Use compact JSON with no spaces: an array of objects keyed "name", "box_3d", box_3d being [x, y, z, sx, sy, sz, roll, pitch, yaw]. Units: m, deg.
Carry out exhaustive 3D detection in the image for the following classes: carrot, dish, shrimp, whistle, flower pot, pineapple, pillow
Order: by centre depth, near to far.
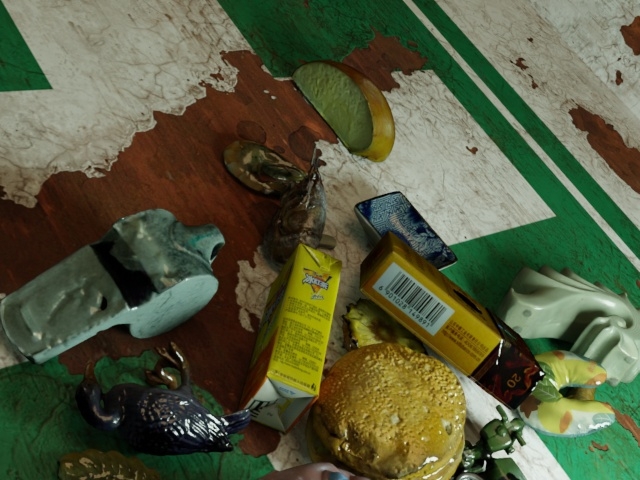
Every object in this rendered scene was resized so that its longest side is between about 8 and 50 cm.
[{"name":"whistle","box_3d":[-0.360,0.077,1.501,0.404,0.188,0.168,-17,62,-43]},{"name":"pineapple","box_3d":[0.127,0.216,1.783,0.225,0.076,0.225,19,39,-16]},{"name":"pillow","box_3d":[0.545,0.343,1.886,0.214,0.086,0.233,-2,38,13]},{"name":"shrimp","box_3d":[-0.049,-0.085,1.907,0.116,0.145,0.343,50,41,-39]},{"name":"shrimp","box_3d":[-0.115,-0.161,2.003,0.254,0.059,0.145,31,43,-4]},{"name":"carrot","box_3d":[0.639,0.354,2.013,0.078,0.078,0.298,42,35,9]},{"name":"dish","box_3d":[0.193,0.003,2.034,0.182,0.080,0.243,-19,62,-44]},{"name":"flower pot","box_3d":[0.627,0.191,2.059,0.367,0.164,0.254,26,33,7]}]

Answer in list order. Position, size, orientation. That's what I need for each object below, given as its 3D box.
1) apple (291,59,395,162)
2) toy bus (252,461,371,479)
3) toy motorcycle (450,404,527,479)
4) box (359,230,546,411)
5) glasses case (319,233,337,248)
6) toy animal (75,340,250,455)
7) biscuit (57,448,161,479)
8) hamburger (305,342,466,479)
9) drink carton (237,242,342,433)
[{"name":"apple","box_3d":[0.083,-0.374,2.297,0.179,0.254,0.346,-36,71,-6]},{"name":"toy bus","box_3d":[-0.016,0.447,1.301,0.294,0.232,0.197,33,25,-57]},{"name":"toy motorcycle","box_3d":[0.339,0.459,1.652,0.275,0.127,0.205,-11,54,-37]},{"name":"box","box_3d":[0.275,0.165,1.796,0.415,0.116,0.264,38,9,-4]},{"name":"glasses case","box_3d":[0.000,0.000,1.951,0.083,0.021,0.032,9,46,-27]},{"name":"toy animal","box_3d":[-0.264,0.284,1.420,0.298,0.122,0.185,32,29,-15]},{"name":"biscuit","box_3d":[-0.299,0.441,1.303,0.187,0.036,0.273,-4,53,-37]},{"name":"hamburger","box_3d":[0.123,0.347,1.549,0.290,0.170,0.314,24,44,18]},{"name":"drink carton","box_3d":[-0.052,0.182,1.632,0.111,0.154,0.351,26,41,-11]}]
